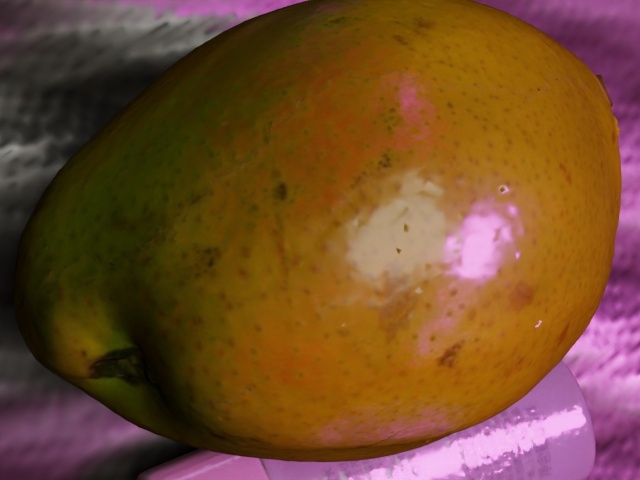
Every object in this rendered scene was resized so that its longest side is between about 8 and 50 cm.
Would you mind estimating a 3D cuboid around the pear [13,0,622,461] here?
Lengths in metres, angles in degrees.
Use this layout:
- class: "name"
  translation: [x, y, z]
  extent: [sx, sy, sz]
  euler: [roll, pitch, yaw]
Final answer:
- class: "pear"
  translation: [0.000, 0.000, 0.506]
  extent: [0.220, 0.187, 0.187]
  euler: [-17, 98, -30]

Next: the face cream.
- class: "face cream"
  translation: [0.023, 0.106, 0.591]
  extent: [0.198, 0.057, 0.084]
  euler: [-16, 97, -22]
